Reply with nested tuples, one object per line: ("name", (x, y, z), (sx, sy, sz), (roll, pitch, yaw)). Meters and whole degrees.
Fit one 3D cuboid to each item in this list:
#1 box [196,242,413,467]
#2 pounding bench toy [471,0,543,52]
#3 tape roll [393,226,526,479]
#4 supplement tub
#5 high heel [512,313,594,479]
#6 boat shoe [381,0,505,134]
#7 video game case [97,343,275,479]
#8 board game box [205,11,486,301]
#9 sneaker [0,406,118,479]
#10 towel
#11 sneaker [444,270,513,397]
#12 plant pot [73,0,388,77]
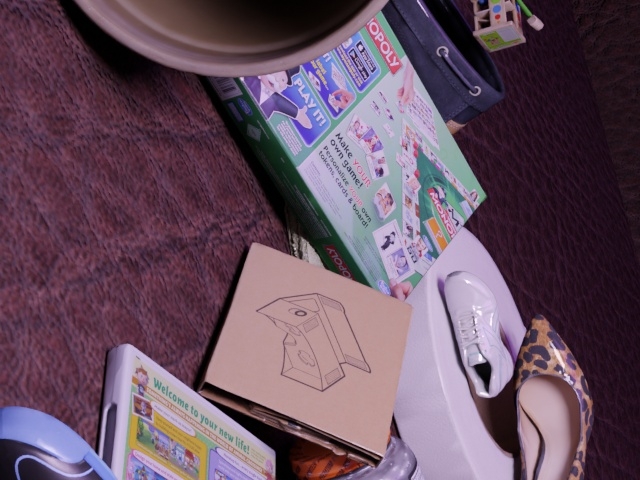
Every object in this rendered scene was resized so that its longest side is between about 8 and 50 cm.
("box", (-0.008, 0.094, 1.101), (0.164, 0.021, 0.201), (23, 37, -4))
("pounding bench toy", (0.238, -0.287, 1.588), (0.052, 0.083, 0.065), (32, 51, -55))
("tape roll", (0.183, 0.170, 1.536), (0.392, 0.072, 0.392), (48, 33, -45))
("supplement tub", (0.049, 0.256, 1.116), (0.190, 0.117, 0.117), (67, 24, -11))
("high heel", (0.266, 0.219, 1.469), (0.186, 0.093, 0.261), (-1, 83, -72))
("boat shoe", (0.097, -0.365, 1.624), (0.500, 0.156, 0.187), (64, 26, -15))
("video game case", (-0.098, 0.208, 0.943), (0.212, 0.023, 0.193), (45, 35, -45))
("board game box", (0.034, -0.106, 1.278), (0.213, 0.046, 0.317), (-48, 116, -37))
("sneaker", (-0.148, 0.212, 0.752), (0.090, 0.081, 0.232), (-73, 141, -64))
("towel", (0.000, 0.000, 1.304), (0.110, 0.027, 0.148), (30, 47, -59))
("sneaker", (0.177, 0.106, 1.412), (0.152, 0.053, 0.061), (68, 26, -12))
("plant pot", (-0.056, -0.316, 1.083), (0.280, 0.323, 0.323), (-61, 130, -74))
